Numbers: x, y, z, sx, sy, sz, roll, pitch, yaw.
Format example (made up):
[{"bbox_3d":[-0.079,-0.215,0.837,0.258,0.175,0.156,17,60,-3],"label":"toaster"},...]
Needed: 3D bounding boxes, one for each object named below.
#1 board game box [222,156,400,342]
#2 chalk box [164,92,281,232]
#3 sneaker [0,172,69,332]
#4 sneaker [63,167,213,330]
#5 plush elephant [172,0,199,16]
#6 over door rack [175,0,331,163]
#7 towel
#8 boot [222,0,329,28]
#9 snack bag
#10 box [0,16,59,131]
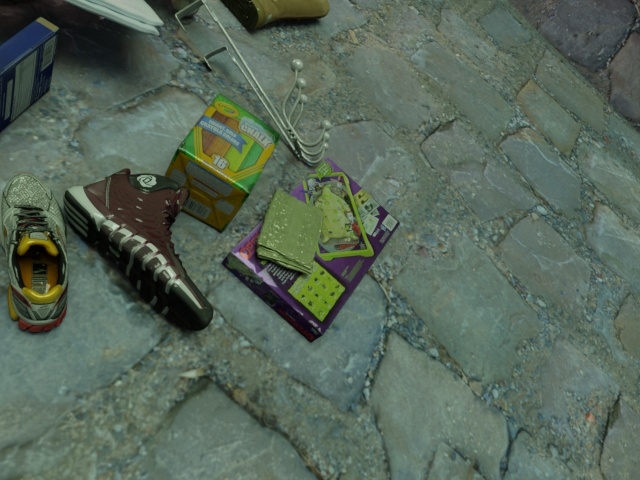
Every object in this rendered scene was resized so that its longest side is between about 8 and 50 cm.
[{"bbox_3d":[0.000,0.000,0.981,0.208,0.056,0.347,45,47,-5],"label":"board game box"},{"bbox_3d":[-0.164,-0.149,0.912,0.132,0.132,0.213,31,48,-13],"label":"chalk box"},{"bbox_3d":[-0.374,0.002,0.700,0.088,0.093,0.225,-6,64,-36],"label":"sneaker"},{"bbox_3d":[-0.229,-0.009,0.787,0.281,0.106,0.162,45,51,1],"label":"sneaker"},{"bbox_3d":[-0.324,-0.603,0.974,0.272,0.330,0.255,48,36,-7],"label":"plush elephant"},{"bbox_3d":[-0.099,-0.295,0.983,0.108,0.239,0.324,-44,90,0],"label":"over door rack"},{"bbox_3d":[-0.052,-0.016,0.908,0.110,0.027,0.148,24,51,-17],"label":"towel"},{"bbox_3d":[-0.132,-0.631,1.296,0.269,0.089,0.236,-36,94,-43],"label":"boot"},{"bbox_3d":[-0.466,-0.471,0.884,0.343,0.037,0.323,10,31,-39],"label":"snack bag"},{"bbox_3d":[-0.463,-0.213,0.755,0.036,0.136,0.225,31,48,-14],"label":"box"}]
